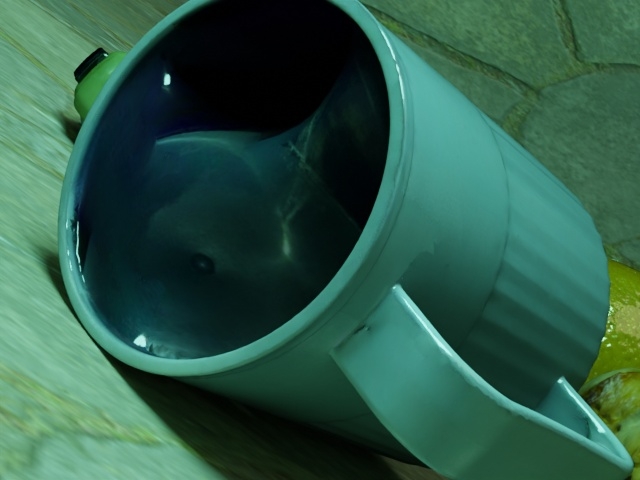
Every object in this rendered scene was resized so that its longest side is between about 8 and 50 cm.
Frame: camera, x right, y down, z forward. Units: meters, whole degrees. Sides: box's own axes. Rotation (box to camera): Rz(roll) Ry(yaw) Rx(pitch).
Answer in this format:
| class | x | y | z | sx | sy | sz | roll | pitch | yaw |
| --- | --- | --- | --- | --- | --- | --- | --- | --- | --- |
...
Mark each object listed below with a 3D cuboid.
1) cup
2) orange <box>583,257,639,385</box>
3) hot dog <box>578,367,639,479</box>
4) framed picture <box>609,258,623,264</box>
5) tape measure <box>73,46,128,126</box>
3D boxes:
| class | x | y | z | sx | sy | sz | roll | pitch | yaw |
| --- | --- | --- | --- | --- | --- | --- | --- | --- | --- |
| cup | 0.051 | 0.012 | 1.029 | 0.331 | 0.257 | 0.311 | 14 | -10 | 39 |
| orange | 0.229 | 0.121 | 1.390 | 0.236 | 0.236 | 0.236 | 37 | 9 | -7 |
| hot dog | 0.266 | 0.245 | 1.007 | 0.223 | 0.185 | 0.405 | 34 | 10 | -16 |
| framed picture | 0.314 | 0.110 | 1.864 | 0.293 | 0.018 | 0.231 | -13 | 40 | -30 |
| tape measure | -0.155 | -0.100 | 1.395 | 0.177 | 0.087 | 0.154 | 45 | -1 | 30 |
